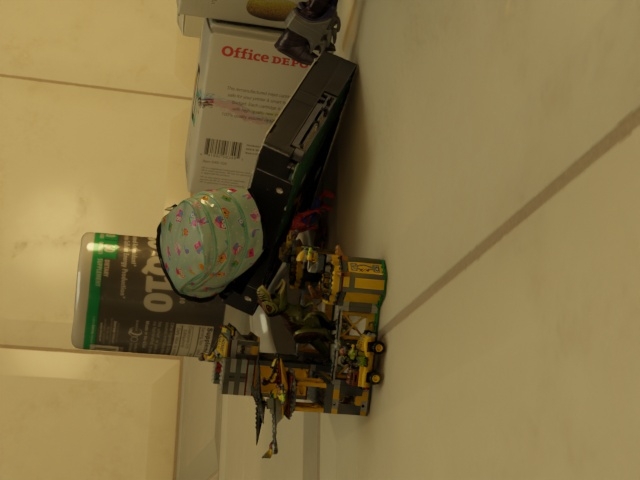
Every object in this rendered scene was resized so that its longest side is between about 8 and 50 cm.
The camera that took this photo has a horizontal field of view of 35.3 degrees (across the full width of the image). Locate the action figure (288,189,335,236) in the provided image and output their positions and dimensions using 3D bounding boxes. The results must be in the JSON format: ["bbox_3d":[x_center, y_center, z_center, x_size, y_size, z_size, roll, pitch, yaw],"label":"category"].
[{"bbox_3d":[-0.014,-0.034,1.442,0.115,0.030,0.038,-41,-22,-48],"label":"action figure"}]

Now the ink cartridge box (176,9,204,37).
[{"bbox_3d":[-0.192,-0.496,2.135,0.289,0.211,0.122,-120,35,-70],"label":"ink cartridge box"}]

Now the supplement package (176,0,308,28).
[{"bbox_3d":[-0.105,-0.429,1.636,0.134,0.244,0.139,-113,30,-66],"label":"supplement package"}]

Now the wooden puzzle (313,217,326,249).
[{"bbox_3d":[0.000,0.000,1.531,0.083,0.006,0.049,-101,21,-52],"label":"wooden puzzle"}]

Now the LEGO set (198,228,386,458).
[{"bbox_3d":[-0.052,0.110,1.292,0.331,0.192,0.255,-140,57,-75],"label":"LEGO set"}]

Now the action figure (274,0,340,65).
[{"bbox_3d":[0.023,-0.393,1.411,0.185,0.099,0.285,-91,20,-57],"label":"action figure"}]

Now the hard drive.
[{"bbox_3d":[-0.051,-0.079,1.460,0.339,0.064,0.237,110,-175,-48],"label":"hard drive"}]

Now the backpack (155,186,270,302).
[{"bbox_3d":[-0.146,0.003,1.336,0.182,0.115,0.152,-30,81,55],"label":"backpack"}]

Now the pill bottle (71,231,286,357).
[{"bbox_3d":[-0.243,0.100,1.756,0.204,0.361,0.204,-175,90,-77],"label":"pill bottle"}]

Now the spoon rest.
[{"bbox_3d":[-0.068,0.078,1.615,0.137,0.084,0.276,57,-159,-55],"label":"spoon rest"}]

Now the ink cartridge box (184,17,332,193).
[{"bbox_3d":[-0.112,-0.228,1.693,0.197,0.198,0.270,-110,30,-64],"label":"ink cartridge box"}]
